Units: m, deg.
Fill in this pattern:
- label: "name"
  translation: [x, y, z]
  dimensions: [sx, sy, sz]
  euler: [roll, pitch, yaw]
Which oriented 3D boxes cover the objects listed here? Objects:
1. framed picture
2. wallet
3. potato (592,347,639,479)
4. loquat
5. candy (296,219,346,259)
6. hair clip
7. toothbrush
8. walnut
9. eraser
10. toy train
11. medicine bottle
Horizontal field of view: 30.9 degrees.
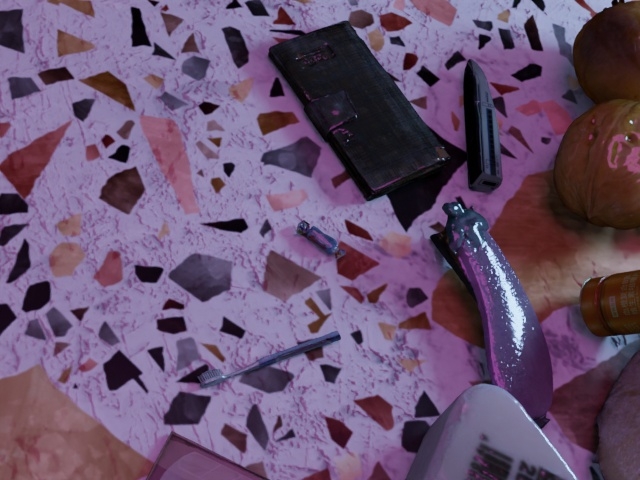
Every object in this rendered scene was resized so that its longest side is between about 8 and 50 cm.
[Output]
- label: "framed picture"
  translation: [-0.132, 0.345, 1.486]
  dimensions: [0.201, 0.010, 0.136]
  euler: [27, 57, 0]
- label: "wallet"
  translation: [0.061, -0.217, 1.862]
  dimensions: [0.169, 0.044, 0.317]
  euler: [-23, 68, -26]
- label: "potato"
  translation: [0.583, 0.334, 1.615]
  dimensions: [0.296, 0.290, 0.397]
  euler: [48, 12, -20]
- label: "loquat"
  translation: [0.540, -0.297, 1.961]
  dimensions: [0.238, 0.193, 0.238]
  euler: [19, 49, -23]
- label: "candy"
  translation: [0.000, 0.000, 1.727]
  dimensions: [0.083, 0.020, 0.030]
  euler: [38, 57, 6]
- label: "hair clip"
  translation: [0.263, 0.111, 1.713]
  dimensions: [0.096, 0.110, 0.358]
  euler: [-29, 71, 14]
- label: "toothbrush"
  translation: [-0.069, 0.163, 1.612]
  dimensions: [0.220, 0.016, 0.019]
  euler: [-17, 57, -24]
- label: "walnut"
  translation: [0.474, -0.119, 1.848]
  dimensions: [0.195, 0.195, 0.221]
  euler: [30, 64, 3]
- label: "eraser"
  translation: [0.215, 0.348, 1.506]
  dimensions: [0.331, 0.150, 0.331]
  euler: [8, 56, -12]
- label: "toy train"
  translation: [0.267, -0.198, 1.906]
  dimensions: [0.048, 0.055, 0.251]
  euler: [8, 59, -12]
- label: "medicine bottle"
  translation: [0.488, 0.087, 1.707]
  dimensions: [0.096, 0.192, 0.096]
  euler: [10, 75, -41]
